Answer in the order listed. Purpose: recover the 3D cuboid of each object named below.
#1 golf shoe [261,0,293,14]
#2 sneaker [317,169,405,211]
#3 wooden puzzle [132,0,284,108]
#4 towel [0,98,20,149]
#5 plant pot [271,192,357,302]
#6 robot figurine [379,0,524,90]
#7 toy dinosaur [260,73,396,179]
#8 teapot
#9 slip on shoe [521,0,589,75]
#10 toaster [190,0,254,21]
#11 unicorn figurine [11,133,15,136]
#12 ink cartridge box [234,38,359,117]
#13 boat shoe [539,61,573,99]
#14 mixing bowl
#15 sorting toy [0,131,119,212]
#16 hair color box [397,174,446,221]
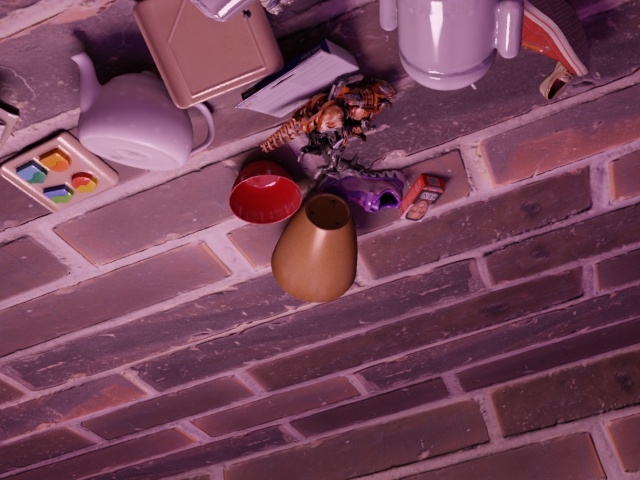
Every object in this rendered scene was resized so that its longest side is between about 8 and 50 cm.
[{"bbox_3d":[-0.048,-0.512,1.313,0.176,0.069,0.086,-37,96,1],"label":"golf shoe"},{"bbox_3d":[0.112,-0.122,1.802,0.237,0.104,0.095,-3,142,-7],"label":"sneaker"},{"bbox_3d":[-0.218,-0.402,1.368,0.239,0.044,0.220,-20,107,9],"label":"wooden puzzle"},{"bbox_3d":[-0.828,-0.243,1.437,0.312,0.056,0.324,33,126,-22],"label":"towel"},{"bbox_3d":[0.000,0.000,1.799,0.237,0.237,0.254,-1,147,-11],"label":"plant pot"},{"bbox_3d":[0.249,-0.441,1.355,0.300,0.199,0.353,23,150,25],"label":"robot figurine"},{"bbox_3d":[0.019,-0.267,1.564,0.322,0.164,0.218,-6,137,-6],"label":"toy dinosaur"},{"bbox_3d":[-0.375,-0.266,1.468,0.253,0.187,0.256,9,168,6],"label":"teapot"},{"bbox_3d":[0.470,-0.452,1.473,0.331,0.123,0.101,24,154,-35],"label":"slip on shoe"},{"bbox_3d":[-0.185,-0.501,1.225,0.146,0.129,0.227,-34,112,31],"label":"toaster"},{"bbox_3d":[-0.746,-0.251,1.503,0.162,0.060,0.111,-16,144,35],"label":"unicorn figurine"},{"bbox_3d":[-0.052,-0.339,1.453,0.223,0.045,0.224,-28,174,21],"label":"ink cartridge box"},{"bbox_3d":[0.568,-0.384,1.617,0.050,0.045,0.135,8,138,-22],"label":"boat shoe"},{"bbox_3d":[-0.142,-0.135,1.735,0.182,0.098,0.181,-6,142,-5],"label":"mixing bowl"},{"bbox_3d":[-0.623,-0.153,1.659,0.208,0.038,0.193,-24,139,17],"label":"sorting toy"},{"bbox_3d":[0.275,-0.114,1.894,0.072,0.043,0.141,8,139,-22],"label":"hair color box"}]
